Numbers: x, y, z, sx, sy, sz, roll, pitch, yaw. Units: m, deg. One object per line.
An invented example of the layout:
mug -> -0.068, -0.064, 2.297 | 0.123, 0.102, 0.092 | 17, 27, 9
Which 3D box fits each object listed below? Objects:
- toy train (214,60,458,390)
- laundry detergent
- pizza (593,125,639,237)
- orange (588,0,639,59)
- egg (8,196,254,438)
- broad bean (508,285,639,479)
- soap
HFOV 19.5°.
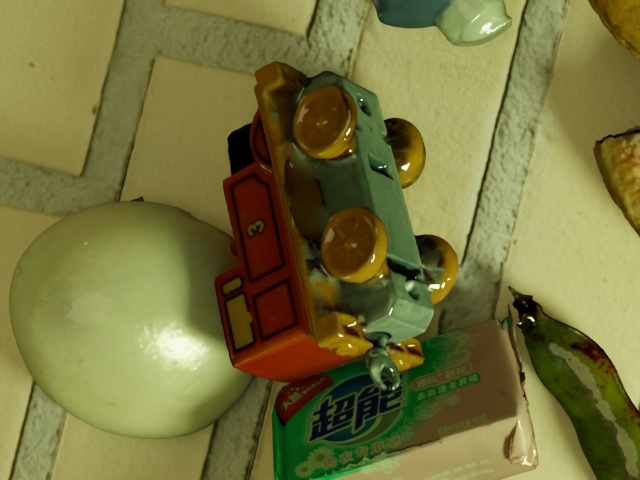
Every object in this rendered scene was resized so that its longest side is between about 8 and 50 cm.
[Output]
toy train -> 0.000, 0.000, 1.932 | 0.231, 0.163, 0.369 | -26, 63, 26
laundry detergent -> 0.086, -0.318, 2.004 | 0.143, 0.094, 0.290 | -41, 79, 3
pizza -> 0.478, -0.054, 1.890 | 0.409, 0.114, 0.278 | 14, 90, 12
orange -> 0.385, -0.346, 1.836 | 0.322, 0.322, 0.357 | 4, 97, 13
egg -> -0.209, 0.090, 2.003 | 0.286, 0.174, 0.264 | 27, 96, 9
broad bean -> 0.295, 0.187, 1.940 | 0.077, 0.061, 0.339 | -32, 79, 16
soap -> 0.090, 0.190, 1.938 | 0.273, 0.218, 0.098 | -17, 124, 10
